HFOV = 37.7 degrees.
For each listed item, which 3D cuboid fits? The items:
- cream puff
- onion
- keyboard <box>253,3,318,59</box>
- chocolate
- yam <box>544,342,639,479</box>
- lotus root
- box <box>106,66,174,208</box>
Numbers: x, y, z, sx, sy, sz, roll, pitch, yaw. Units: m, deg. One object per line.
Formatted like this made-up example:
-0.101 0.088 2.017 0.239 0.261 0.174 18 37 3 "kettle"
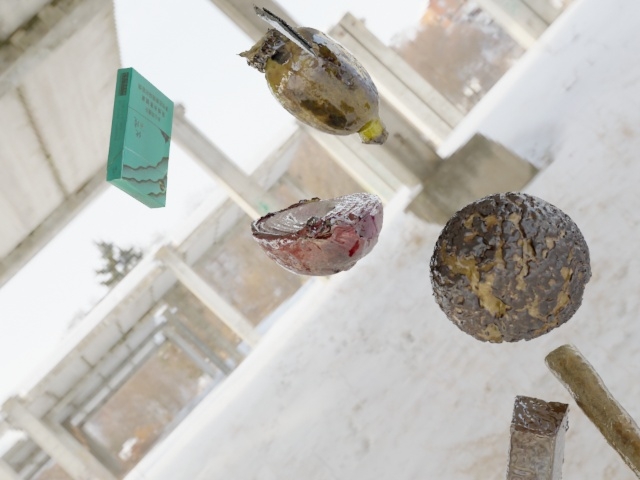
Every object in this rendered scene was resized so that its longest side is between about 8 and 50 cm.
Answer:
0.278 0.049 1.383 0.239 0.239 0.165 -48 11 29 "cream puff"
0.000 0.000 1.553 0.227 0.120 0.283 -13 9 5 "onion"
-0.046 -0.275 1.216 0.015 0.074 0.196 -53 21 9 "keyboard"
0.379 0.442 1.676 0.112 0.112 0.321 -50 -37 -59 "chocolate"
0.478 0.287 1.582 0.066 0.066 0.299 -47 38 15 "yam"
0.007 -0.280 1.676 0.141 0.314 0.169 -43 22 34 "lotus root"
-0.339 -0.191 1.776 0.042 0.226 0.161 -5 -19 21 "box"
